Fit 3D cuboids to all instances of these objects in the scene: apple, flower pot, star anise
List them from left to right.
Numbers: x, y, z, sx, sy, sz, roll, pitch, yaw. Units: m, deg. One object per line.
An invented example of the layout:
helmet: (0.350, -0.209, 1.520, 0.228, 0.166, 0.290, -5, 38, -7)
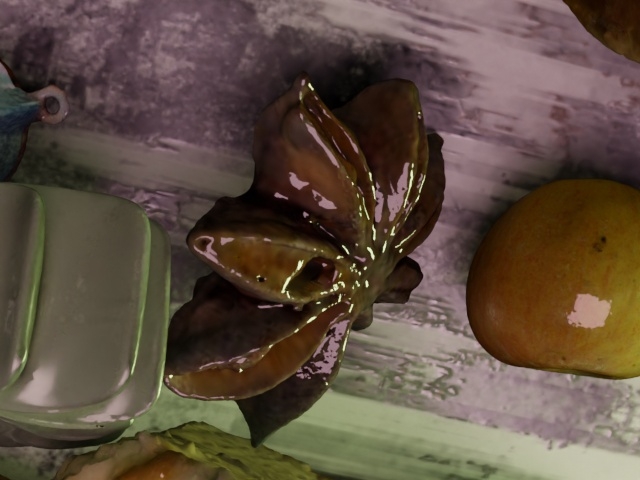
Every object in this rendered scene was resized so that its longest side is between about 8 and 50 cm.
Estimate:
flower pot: (-0.250, 0.063, 0.995, 0.254, 0.367, 0.164, 6, 74, -12)
star anise: (0.000, 0.013, 1.037, 0.108, 0.315, 0.315, 29, 116, 24)
apple: (0.211, 0.031, 1.097, 0.182, 0.182, 0.155, 8, 85, -8)

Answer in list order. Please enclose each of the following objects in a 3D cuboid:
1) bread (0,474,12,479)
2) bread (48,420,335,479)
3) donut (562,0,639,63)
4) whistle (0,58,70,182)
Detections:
bread: (-0.356, 0.261, 1.169, 0.344, 0.149, 0.195, 34, 99, -17)
bread: (-0.061, 0.360, 1.004, 0.371, 0.279, 0.390, 25, 93, 24)
donut: (0.280, -0.276, 0.896, 0.160, 0.330, 0.330, -12, 121, -35)
whistle: (-0.353, -0.077, 1.029, 0.346, 0.134, 0.142, -8, 120, 10)
